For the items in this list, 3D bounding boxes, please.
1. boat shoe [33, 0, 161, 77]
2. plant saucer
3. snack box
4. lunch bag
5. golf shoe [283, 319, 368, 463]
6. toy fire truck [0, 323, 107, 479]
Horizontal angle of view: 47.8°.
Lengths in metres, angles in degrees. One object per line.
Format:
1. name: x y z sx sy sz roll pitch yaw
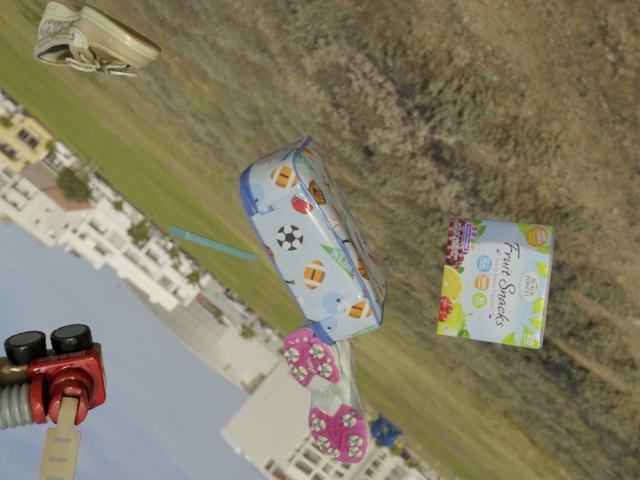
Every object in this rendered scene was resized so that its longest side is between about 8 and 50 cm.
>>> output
1. boat shoe: -0.316 -0.267 1.007 0.105 0.089 0.285 27 180 -42
2. plant saucer: -0.208 0.009 1.425 0.067 0.018 0.192 17 176 45
3. snack box: 0.301 0.070 1.239 0.175 0.206 0.070 7 179 21
4. lunch bag: 0.000 0.000 1.079 0.303 0.115 0.243 64 -168 -12
5. golf shoe: 0.033 0.261 1.302 0.115 0.140 0.306 -3 117 24
6. toy fire truck: -0.391 0.236 0.942 0.246 0.217 0.158 -138 42 -68
